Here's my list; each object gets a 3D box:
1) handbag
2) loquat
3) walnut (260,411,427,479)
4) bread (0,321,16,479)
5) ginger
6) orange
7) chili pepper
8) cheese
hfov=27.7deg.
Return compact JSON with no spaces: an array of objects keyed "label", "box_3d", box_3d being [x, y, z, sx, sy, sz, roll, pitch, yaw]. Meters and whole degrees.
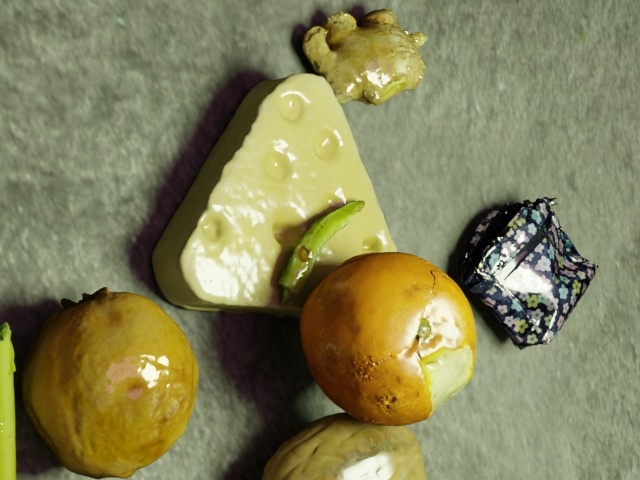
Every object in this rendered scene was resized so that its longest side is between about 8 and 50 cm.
[{"label":"handbag","box_3d":[0.331,0.048,2.119,0.208,0.127,0.228,50,59,-14]},{"label":"loquat","box_3d":[-0.259,0.179,1.619,0.238,0.193,0.238,4,82,-29]},{"label":"walnut","box_3d":[0.028,0.351,1.805,0.261,0.225,0.224,-28,101,-30]},{"label":"bread","box_3d":[-0.464,0.284,1.440,0.251,0.208,0.376,1,84,-55]},{"label":"ginger","box_3d":[0.080,-0.280,1.987,0.216,0.102,0.157,-22,71,-32]},{"label":"orange","box_3d":[0.094,0.130,1.754,0.240,0.240,0.240,5,81,-36]},{"label":"chili pepper","box_3d":[0.000,-0.001,1.799,0.049,0.043,0.208,44,61,-11]},{"label":"cheese","box_3d":[-0.052,-0.065,1.857,0.384,0.104,0.383,3,84,-36]}]
